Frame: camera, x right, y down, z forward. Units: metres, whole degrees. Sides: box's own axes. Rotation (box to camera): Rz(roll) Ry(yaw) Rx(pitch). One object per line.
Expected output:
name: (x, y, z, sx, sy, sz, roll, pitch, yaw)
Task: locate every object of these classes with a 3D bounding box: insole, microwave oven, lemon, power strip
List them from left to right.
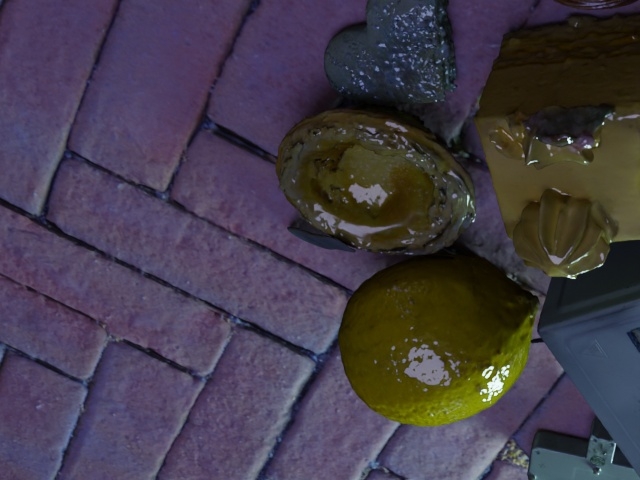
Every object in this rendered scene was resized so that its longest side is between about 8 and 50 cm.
insole: (0.000, 0.000, 2.162, 0.064, 0.004, 0.188, 31, 172, -23)
lemon: (0.170, 0.141, 2.126, 0.310, 0.253, 0.253, -18, 121, 19)
power strip: (0.439, 0.348, 2.330, 0.216, 0.061, 0.145, 10, 133, 12)
microwave oven: (0.504, 0.143, 2.023, 0.286, 0.218, 0.355, -20, 120, 35)

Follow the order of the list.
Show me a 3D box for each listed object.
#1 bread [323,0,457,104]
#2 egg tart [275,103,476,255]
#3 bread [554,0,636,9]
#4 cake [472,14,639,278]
bread: (0.105, -0.242, 1.951, 0.172, 0.064, 0.232, 40, 133, -11)
egg tart: (0.083, -0.092, 2.041, 0.288, 0.118, 0.288, 13, 138, 12)
bread: (0.325, -0.339, 1.720, 0.160, 0.160, 0.073, 7, 139, 15)
cake: (0.325, -0.115, 1.822, 0.222, 0.286, 0.227, -4, 127, 24)
